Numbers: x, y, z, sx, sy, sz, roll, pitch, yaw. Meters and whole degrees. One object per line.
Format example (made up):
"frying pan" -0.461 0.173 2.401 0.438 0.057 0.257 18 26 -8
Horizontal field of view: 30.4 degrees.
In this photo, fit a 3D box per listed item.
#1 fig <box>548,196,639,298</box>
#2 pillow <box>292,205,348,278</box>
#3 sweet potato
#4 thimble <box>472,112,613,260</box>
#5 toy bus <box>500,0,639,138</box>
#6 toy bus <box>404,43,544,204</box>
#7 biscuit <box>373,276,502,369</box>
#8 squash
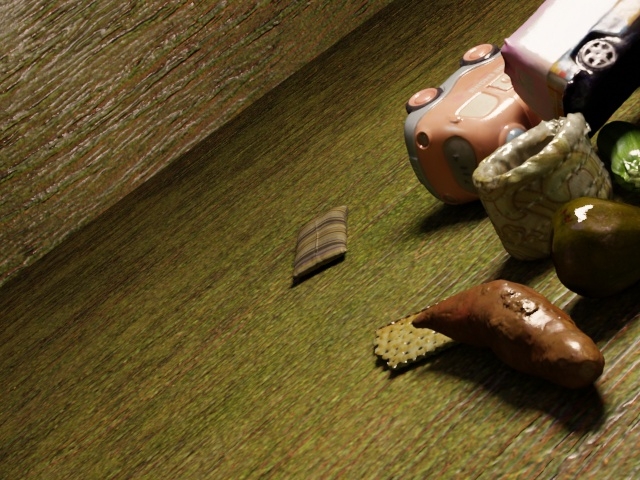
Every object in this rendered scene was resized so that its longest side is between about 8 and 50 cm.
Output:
"fig" 0.364 0.016 1.415 0.133 0.184 0.127 72 -145 -83
"pillow" 0.000 0.000 2.124 0.113 0.038 0.203 -28 19 12
"sweet potato" 0.235 0.100 1.395 0.106 0.095 0.354 -34 19 -18
"thimble" 0.315 -0.076 1.632 0.190 0.143 0.137 -37 18 -12
"toy bus" 0.440 -0.339 1.732 0.162 0.171 0.386 40 79 25
"toy bus" 0.294 -0.181 1.906 0.287 0.194 0.232 -40 32 -23
"biscuit" 0.156 0.120 1.598 0.203 0.016 0.144 -25 19 19
"squash" 0.438 -0.119 1.657 0.077 0.068 0.219 14 21 0
